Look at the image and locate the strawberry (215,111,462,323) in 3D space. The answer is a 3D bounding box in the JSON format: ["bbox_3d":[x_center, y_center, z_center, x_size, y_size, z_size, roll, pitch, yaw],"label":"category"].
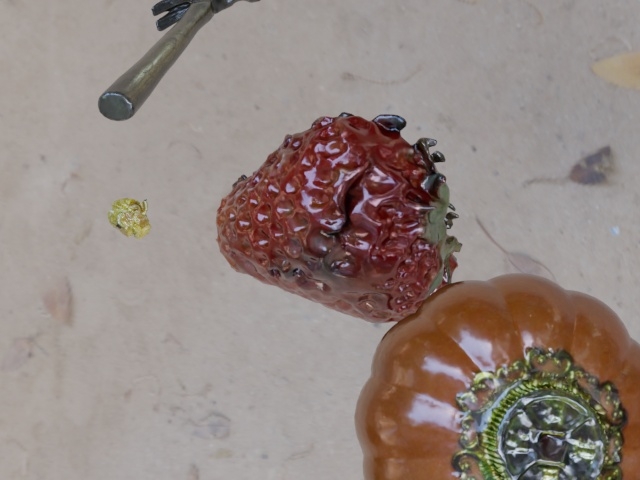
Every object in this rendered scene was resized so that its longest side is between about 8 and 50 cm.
[{"bbox_3d":[0.006,-0.011,1.095,0.280,0.253,0.150,15,47,12],"label":"strawberry"}]

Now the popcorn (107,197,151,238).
[{"bbox_3d":[-0.348,-0.036,1.876,0.084,0.084,0.084,-4,78,19],"label":"popcorn"}]

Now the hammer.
[{"bbox_3d":[-0.209,-0.276,1.462,0.168,0.440,0.044,-9,118,17],"label":"hammer"}]

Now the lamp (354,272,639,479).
[{"bbox_3d":[0.135,0.133,0.740,0.223,0.196,0.223,0,87,-5],"label":"lamp"}]
